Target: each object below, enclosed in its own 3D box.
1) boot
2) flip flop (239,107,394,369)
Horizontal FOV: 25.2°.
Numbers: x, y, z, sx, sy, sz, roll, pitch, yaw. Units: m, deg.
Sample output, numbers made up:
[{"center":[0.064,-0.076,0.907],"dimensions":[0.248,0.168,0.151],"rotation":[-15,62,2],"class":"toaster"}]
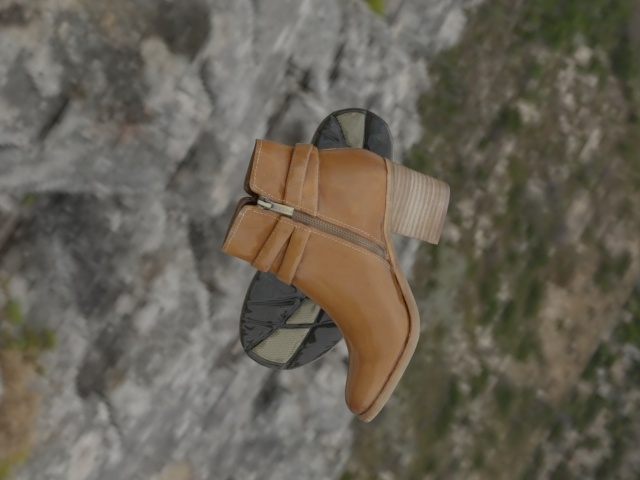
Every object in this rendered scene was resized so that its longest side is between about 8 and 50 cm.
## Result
[{"center":[0.000,0.027,1.058],"dimensions":[0.073,0.152,0.197],"rotation":[-178,-79,-79],"class":"boot"},{"center":[0.000,0.000,1.447],"dimensions":[0.080,0.112,0.277],"rotation":[130,-22,-81],"class":"flip flop"}]
